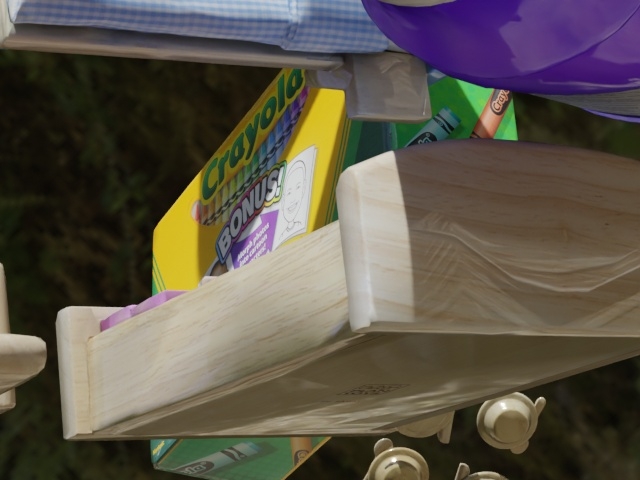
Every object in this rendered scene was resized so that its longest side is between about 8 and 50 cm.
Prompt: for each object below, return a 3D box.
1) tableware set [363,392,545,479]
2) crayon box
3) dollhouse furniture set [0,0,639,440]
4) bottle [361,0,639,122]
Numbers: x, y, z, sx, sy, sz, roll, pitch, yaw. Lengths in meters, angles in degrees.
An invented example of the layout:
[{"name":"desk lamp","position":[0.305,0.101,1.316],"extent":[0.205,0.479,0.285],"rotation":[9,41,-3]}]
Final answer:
[{"name":"tableware set","position":[0.117,0.188,1.659],"extent":[0.020,0.169,0.141],"rotation":[-110,39,-71]},{"name":"crayon box","position":[0.000,0.000,1.007],"extent":[0.278,0.081,0.165],"rotation":[-47,36,45]},{"name":"dollhouse furniture set","position":[-0.037,-0.097,0.618],"extent":[0.286,0.303,0.198],"rotation":[3,-16,-33]},{"name":"bottle","position":[0.078,-0.088,0.552],"extent":[0.118,0.092,0.283],"rotation":[2,0,27]}]
